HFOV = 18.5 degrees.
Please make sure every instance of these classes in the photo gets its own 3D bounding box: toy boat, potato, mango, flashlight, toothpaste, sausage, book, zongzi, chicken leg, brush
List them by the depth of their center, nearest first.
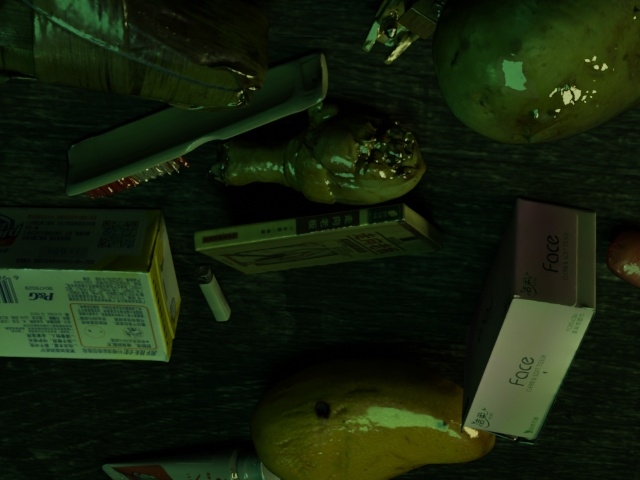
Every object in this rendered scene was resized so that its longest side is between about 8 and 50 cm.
[{"bbox_3d":[0.211,-0.178,1.702,0.210,0.307,0.173,-23,93,36],"label":"potato"},{"bbox_3d":[-0.172,-0.254,1.768,0.286,0.138,0.300,9,139,-6],"label":"zongzi"},{"bbox_3d":[0.112,-0.231,1.801,0.064,0.072,0.206,28,135,-21],"label":"toy boat"},{"bbox_3d":[-0.007,-0.088,1.992,0.228,0.088,0.103,6,153,9],"label":"chicken leg"},{"bbox_3d":[-0.124,-0.110,1.995,0.321,0.060,0.050,-19,147,28],"label":"brush"},{"bbox_3d":[0.000,0.000,2.078,0.231,0.026,0.161,-7,168,17],"label":"book"},{"bbox_3d":[0.347,0.025,2.087,0.094,0.054,0.059,25,177,-18],"label":"sausage"},{"bbox_3d":[-0.123,0.059,2.228,0.018,0.018,0.083,-5,139,16],"label":"flashlight"},{"bbox_3d":[0.058,0.211,2.313,0.295,0.120,0.177,-12,129,19],"label":"mango"},{"bbox_3d":[-0.162,0.298,2.505,0.234,0.057,0.089,-8,140,29],"label":"toothpaste"}]

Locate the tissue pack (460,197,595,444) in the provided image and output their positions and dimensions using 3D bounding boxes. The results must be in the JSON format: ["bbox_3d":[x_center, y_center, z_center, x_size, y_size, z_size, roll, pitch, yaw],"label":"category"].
[{"bbox_3d":[0.222,0.088,2.118,0.092,0.148,0.246,10,139,-3],"label":"tissue pack"}]

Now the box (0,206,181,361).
[{"bbox_3d":[-0.298,0.048,2.177,0.265,0.097,0.168,0,140,8],"label":"box"}]
